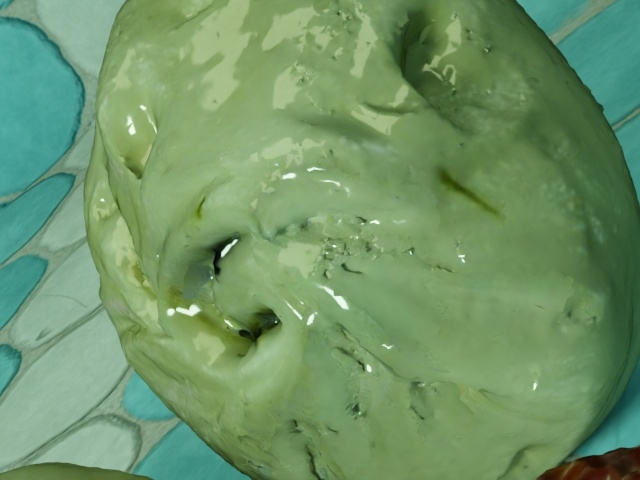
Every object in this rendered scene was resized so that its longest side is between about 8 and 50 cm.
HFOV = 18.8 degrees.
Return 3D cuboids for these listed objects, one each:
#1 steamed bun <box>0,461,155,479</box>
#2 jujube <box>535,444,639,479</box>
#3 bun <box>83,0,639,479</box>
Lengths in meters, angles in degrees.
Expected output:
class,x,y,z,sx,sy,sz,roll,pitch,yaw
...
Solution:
class,x,y,z,sx,sy,sz,roll,pitch,yaw
steamed bun,-0.180,0.259,1.026,0.325,0.230,0.372,-38,22,23
jujube,0.132,0.171,0.687,0.232,0.213,0.213,-28,23,29
bun,0.000,0.000,1.076,0.234,0.362,0.326,-29,-21,-44
